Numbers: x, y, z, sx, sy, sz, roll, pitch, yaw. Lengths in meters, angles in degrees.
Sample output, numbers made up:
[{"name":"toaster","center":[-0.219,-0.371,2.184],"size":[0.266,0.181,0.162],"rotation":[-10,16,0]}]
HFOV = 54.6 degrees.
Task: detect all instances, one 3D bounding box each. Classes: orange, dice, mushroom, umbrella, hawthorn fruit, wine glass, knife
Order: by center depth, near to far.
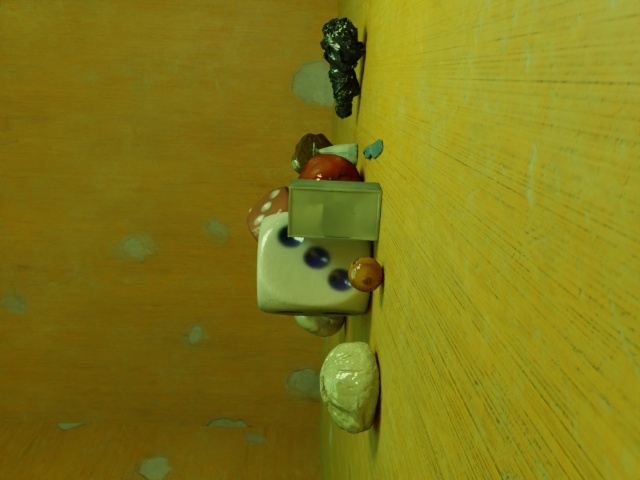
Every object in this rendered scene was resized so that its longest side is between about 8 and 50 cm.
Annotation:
[{"name":"orange","center":[0.105,0.079,1.434],"size":[0.083,0.083,0.084],"rotation":[-178,90,-88]},{"name":"knife","center":[0.139,-0.238,1.648],"size":[0.313,0.019,0.044],"rotation":[-142,47,-86]},{"name":"dice","center":[-0.020,0.073,1.746],"size":[0.304,0.304,0.277],"rotation":[102,168,-76]},{"name":"hawthorn fruit","center":[0.037,-0.161,1.905],"size":[0.299,0.211,0.211],"rotation":[-144,55,-74]},{"name":"dice","center":[-0.116,-0.053,1.985],"size":[0.175,0.179,0.174],"rotation":[48,-169,-31]},{"name":"umbrella","center":[0.089,-0.560,2.038],"size":[0.128,0.154,0.337],"rotation":[-44,-46,-33]},{"name":"wine glass","center":[0.050,-0.303,2.146],"size":[0.073,0.155,0.073],"rotation":[2,-90,-89]},{"name":"mushroom","center":[0.011,0.226,2.357],"size":[0.260,0.234,0.254],"rotation":[47,-144,-20]}]

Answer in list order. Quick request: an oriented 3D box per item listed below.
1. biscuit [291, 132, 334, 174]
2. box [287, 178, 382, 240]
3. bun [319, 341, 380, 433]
[{"name":"biscuit","center":[0.014,-0.269,2.239],"size":[0.257,0.049,0.273],"rotation":[51,-143,-15]},{"name":"box","center":[0.032,-0.077,1.538],"size":[0.086,0.225,0.129],"rotation":[-94,7,-70]},{"name":"bun","center":[0.066,0.356,1.489],"size":[0.220,0.134,0.220],"rotation":[-179,90,-83]}]
